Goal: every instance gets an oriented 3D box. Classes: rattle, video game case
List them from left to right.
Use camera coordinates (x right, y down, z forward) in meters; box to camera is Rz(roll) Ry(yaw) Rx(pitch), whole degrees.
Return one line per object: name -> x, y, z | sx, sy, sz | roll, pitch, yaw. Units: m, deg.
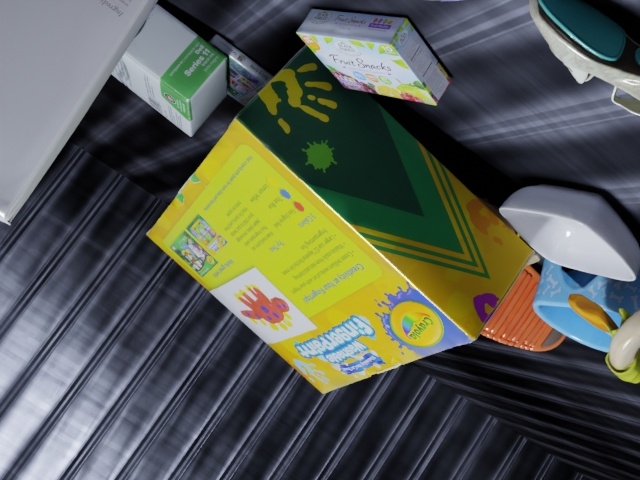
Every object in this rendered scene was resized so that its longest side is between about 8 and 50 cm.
video game case -> -0.111, -0.227, 1.298 | 0.143, 0.019, 0.157 | 35, 169, -17
rattle -> 0.385, 0.054, 1.024 | 0.130, 0.200, 0.143 | 13, -144, -13

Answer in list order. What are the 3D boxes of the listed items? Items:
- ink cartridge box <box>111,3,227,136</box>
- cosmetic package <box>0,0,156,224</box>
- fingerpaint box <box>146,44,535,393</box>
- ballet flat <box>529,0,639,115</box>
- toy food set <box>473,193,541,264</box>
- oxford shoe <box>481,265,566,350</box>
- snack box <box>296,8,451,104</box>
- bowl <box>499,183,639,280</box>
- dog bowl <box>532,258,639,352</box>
ink cartridge box -> -0.234, -0.256, 1.258 | 0.208, 0.087, 0.153 | 38, 168, 2
cosmetic package -> -0.293, -0.207, 0.964 | 0.155, 0.365, 0.197 | 34, 168, -15
fingerpaint box -> 0.000, 0.000, 1.231 | 0.371, 0.163, 0.445 | 43, 152, -5
ballet flat -> 0.226, -0.132, 0.708 | 0.168, 0.057, 0.052 | 31, 140, 3
toy food set -> 0.214, -0.034, 1.262 | 0.192, 0.038, 0.132 | 38, 161, -8
oxford shoe -> 0.220, 0.040, 1.408 | 0.363, 0.130, 0.133 | 34, -169, -2
snack box -> 0.055, -0.193, 0.960 | 0.141, 0.037, 0.100 | 20, 163, 45
bowl -> 0.296, -0.015, 1.063 | 0.142, 0.053, 0.142 | 40, 166, -35
dog bowl -> 0.394, 0.092, 1.216 | 0.166, 0.074, 0.297 | 34, 169, -16
